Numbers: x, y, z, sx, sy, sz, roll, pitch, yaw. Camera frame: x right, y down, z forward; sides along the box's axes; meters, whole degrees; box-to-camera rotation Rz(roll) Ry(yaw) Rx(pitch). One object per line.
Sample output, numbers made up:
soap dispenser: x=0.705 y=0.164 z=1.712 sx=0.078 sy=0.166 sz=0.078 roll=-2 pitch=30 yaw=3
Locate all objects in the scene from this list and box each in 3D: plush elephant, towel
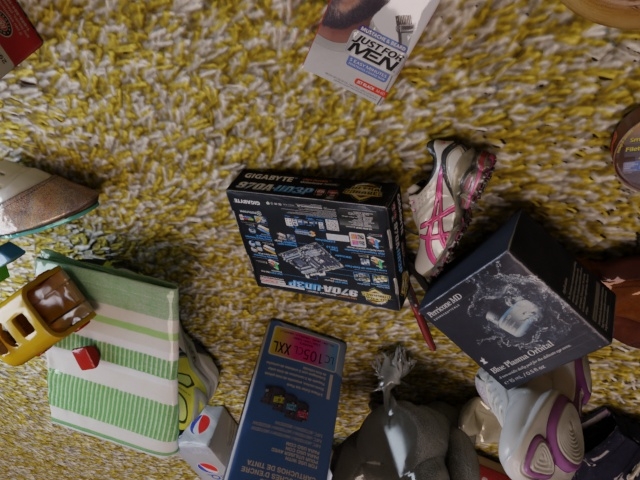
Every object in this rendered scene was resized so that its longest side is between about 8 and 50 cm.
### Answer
plush elephant: x=0.172 y=0.364 z=0.940 sx=0.272 sy=0.329 sz=0.255 roll=-11 pitch=153 yaw=40
towel: x=-0.326 y=0.185 z=0.869 sx=0.248 sy=0.038 sz=0.324 roll=13 pitch=115 yaw=14

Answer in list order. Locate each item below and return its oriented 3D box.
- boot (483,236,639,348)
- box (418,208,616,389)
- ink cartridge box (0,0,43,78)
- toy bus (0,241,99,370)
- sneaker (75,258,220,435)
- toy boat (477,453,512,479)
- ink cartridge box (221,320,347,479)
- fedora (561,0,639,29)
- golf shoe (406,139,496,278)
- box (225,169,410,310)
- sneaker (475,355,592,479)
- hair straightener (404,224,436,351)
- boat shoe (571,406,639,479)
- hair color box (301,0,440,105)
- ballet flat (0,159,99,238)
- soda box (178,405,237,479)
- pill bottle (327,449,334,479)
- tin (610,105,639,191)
boot: x=0.346 y=0.024 z=0.695 sx=0.281 sy=0.096 sz=0.264 roll=12 pitch=142 yaw=14
box: x=0.234 y=0.076 z=0.675 sx=0.158 sy=0.093 sz=0.156 roll=42 pitch=133 yaw=-3
ink cartridge box: x=-0.430 y=-0.203 z=0.524 sx=0.114 sy=0.272 sz=0.197 roll=-7 pitch=131 yaw=21
toy bus: x=-0.425 y=0.124 z=0.797 sx=0.191 sy=0.104 sz=0.202 roll=15 pitch=115 yaw=13
sneaker: x=-0.308 y=0.188 z=0.952 sx=0.145 sy=0.147 sz=0.384 roll=-15 pitch=125 yaw=29
toy boat: x=0.309 y=0.523 z=1.106 sx=0.231 sy=0.151 sz=0.151 roll=25 pitch=134 yaw=-9
ink cartridge box: x=-0.081 y=0.374 z=0.895 sx=0.151 sy=0.395 sz=0.270 roll=17 pitch=135 yaw=-2
fedora: x=0.267 y=-0.262 z=0.425 sx=0.194 sy=0.079 sz=0.194 roll=11 pitch=139 yaw=10
golf shoe: x=0.144 y=-0.038 z=0.683 sx=0.086 sy=0.067 sz=0.186 roll=26 pitch=126 yaw=16
box: x=0.000 y=0.000 z=0.730 sx=0.220 sy=0.051 sz=0.175 roll=7 pitch=133 yaw=24
sneaker: x=0.273 y=0.229 z=0.753 sx=0.152 sy=0.305 sz=0.114 roll=-11 pitch=97 yaw=33
hair straightener: x=0.160 y=0.060 z=0.794 sx=0.089 sy=0.047 sz=0.230 roll=-24 pitch=120 yaw=6
boat shoe: x=0.441 y=0.424 z=0.982 sx=0.158 sy=0.127 sz=0.340 roll=35 pitch=112 yaw=-11
hair color box: x=0.057 y=-0.224 z=0.533 sx=0.093 sy=0.053 sz=0.167 roll=24 pitch=133 yaw=-7
ballet flat: x=-0.458 y=-0.053 z=0.799 sx=0.316 sy=0.107 sz=0.106 roll=-13 pitch=114 yaw=24
soda box: x=-0.213 y=0.484 z=1.242 sx=0.091 sy=0.098 sz=0.286 roll=-5 pitch=131 yaw=20
pill bottle: x=-0.044 y=0.499 z=1.185 sx=0.246 sy=0.136 sz=0.136 roll=-6 pitch=131 yaw=20
tin: x=0.401 y=-0.103 z=0.571 sx=0.190 sy=0.040 sz=0.106 roll=-4 pitch=135 yaw=18
